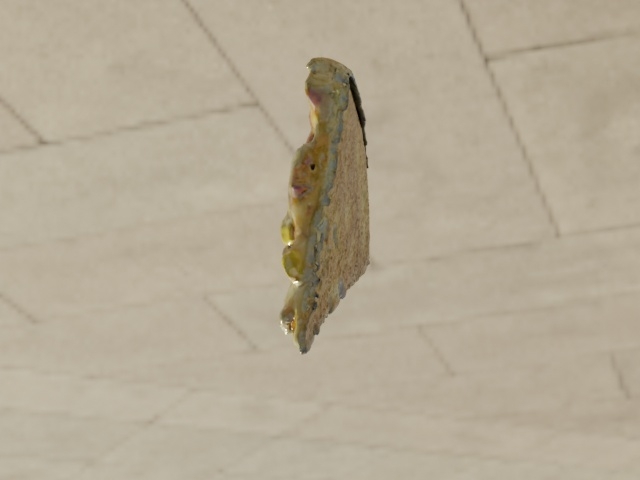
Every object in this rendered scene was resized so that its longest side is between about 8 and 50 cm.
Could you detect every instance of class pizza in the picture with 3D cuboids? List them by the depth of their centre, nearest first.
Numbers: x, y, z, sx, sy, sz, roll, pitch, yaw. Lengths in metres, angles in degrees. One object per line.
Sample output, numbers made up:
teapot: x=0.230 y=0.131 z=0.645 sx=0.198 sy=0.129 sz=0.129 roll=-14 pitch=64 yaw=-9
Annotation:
pizza: x=0.000 y=0.000 z=1.000 sx=0.036 sy=0.176 sz=0.185 roll=7 pitch=152 yaw=13
